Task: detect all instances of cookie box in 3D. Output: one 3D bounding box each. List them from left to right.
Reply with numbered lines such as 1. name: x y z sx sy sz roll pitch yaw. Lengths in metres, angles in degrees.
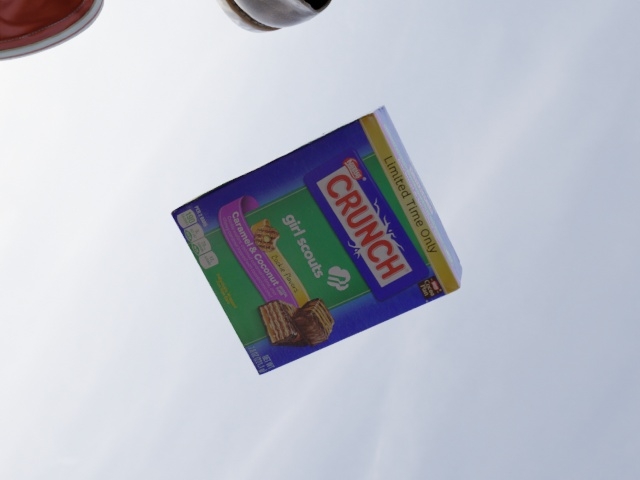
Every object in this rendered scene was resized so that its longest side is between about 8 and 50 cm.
1. cookie box: 0.000 0.000 0.439 0.107 0.040 0.092 -25 -81 14

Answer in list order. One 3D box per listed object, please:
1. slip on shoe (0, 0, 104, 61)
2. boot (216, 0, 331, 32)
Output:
1. slip on shoe: -0.375 -0.247 0.904 0.101 0.331 0.123 126 -44 -56
2. boot: -0.092 -0.295 0.718 0.112 0.305 0.115 -48 -153 -12
